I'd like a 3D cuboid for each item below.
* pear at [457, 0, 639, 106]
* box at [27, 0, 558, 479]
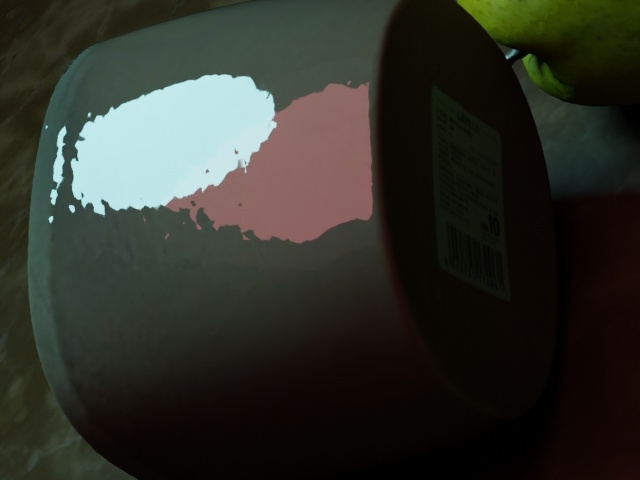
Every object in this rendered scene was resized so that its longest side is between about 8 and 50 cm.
[{"bbox_3d":[0.229,-0.215,0.674,0.285,0.285,0.336,-121,37,-55],"label":"pear"},{"bbox_3d":[0.000,0.000,0.695,0.216,0.301,0.301,-10,48,33],"label":"box"}]
